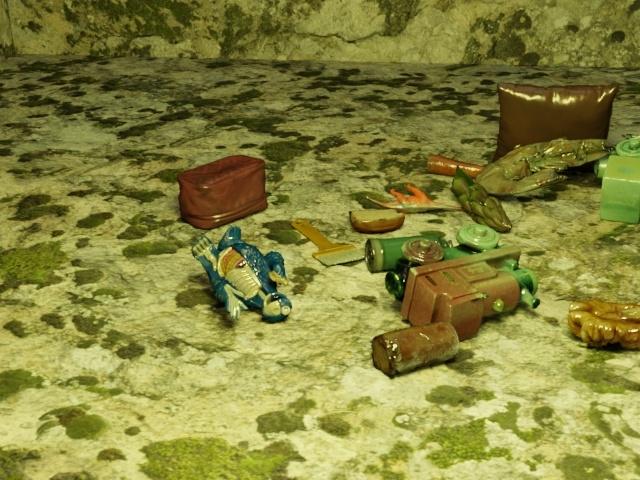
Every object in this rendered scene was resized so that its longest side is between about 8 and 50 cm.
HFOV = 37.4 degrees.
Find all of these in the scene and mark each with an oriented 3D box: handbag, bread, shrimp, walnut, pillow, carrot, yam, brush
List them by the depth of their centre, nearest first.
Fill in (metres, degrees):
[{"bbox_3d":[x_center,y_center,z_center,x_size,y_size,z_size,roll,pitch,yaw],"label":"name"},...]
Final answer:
[{"bbox_3d":[0.165,0.189,1.669,0.141,0.079,0.079,-11,26,-24],"label":"yam"},{"bbox_3d":[0.539,0.157,1.737,0.170,0.069,0.143,6,23,12],"label":"walnut"},{"bbox_3d":[0.000,0.000,2.176,0.103,0.013,0.272,-11,25,-23],"label":"brush"},{"bbox_3d":[0.132,-0.047,2.247,0.129,0.044,0.126,-7,17,-7],"label":"bread"},{"bbox_3d":[-0.237,-0.120,2.313,0.225,0.135,0.146,-26,34,-36],"label":"handbag"},{"bbox_3d":[0.553,-0.183,2.378,0.360,0.085,0.247,-12,24,30],"label":"shrimp"},{"bbox_3d":[0.611,-0.295,2.503,0.306,0.307,0.108,3,50,9],"label":"pillow"},{"bbox_3d":[0.403,-0.192,2.559,0.224,0.057,0.057,10,26,17],"label":"carrot"}]

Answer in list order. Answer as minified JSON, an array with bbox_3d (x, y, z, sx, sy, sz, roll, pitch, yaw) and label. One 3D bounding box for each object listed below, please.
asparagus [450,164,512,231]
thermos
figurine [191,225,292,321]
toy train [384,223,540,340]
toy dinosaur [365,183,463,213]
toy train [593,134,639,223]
[{"bbox_3d":[0.378,-0.094,2.290,0.080,0.080,0.287,-11,35,-22],"label":"asparagus"},{"bbox_3d":[0.196,0.025,2.038,0.188,0.073,0.083,-6,23,-12],"label":"thermos"},{"bbox_3d":[-0.145,0.082,1.887,0.164,0.120,0.262,-17,45,-19],"label":"figurine"},{"bbox_3d":[0.284,0.083,1.841,0.305,0.150,0.221,-13,37,-28],"label":"toy train"},{"bbox_3d":[0.244,-0.096,2.343,0.280,0.055,0.101,-6,34,-16],"label":"toy dinosaur"},{"bbox_3d":[0.858,-0.132,2.290,0.397,0.160,0.253,8,32,20],"label":"toy train"}]
